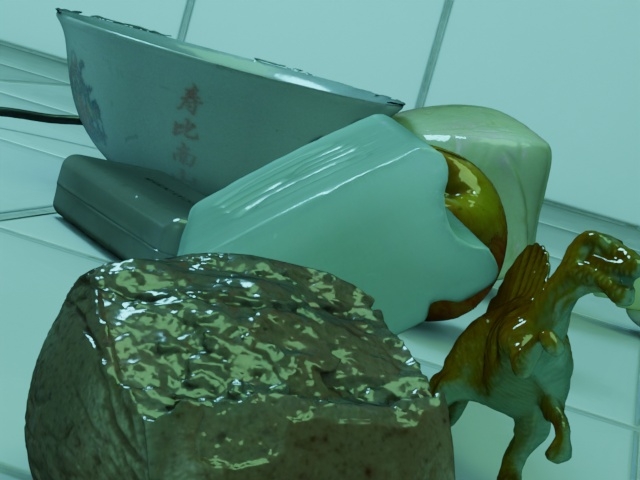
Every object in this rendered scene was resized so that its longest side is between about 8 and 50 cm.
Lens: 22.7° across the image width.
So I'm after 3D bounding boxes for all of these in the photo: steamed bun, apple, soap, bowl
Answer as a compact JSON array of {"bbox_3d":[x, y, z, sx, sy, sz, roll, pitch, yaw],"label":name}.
[{"bbox_3d":[-0.035,0.064,0.600,0.145,0.106,0.175,12,10,-26],"label":"steamed bun"},{"bbox_3d":[0.077,-0.007,1.236,0.146,0.146,0.146,15,7,-2],"label":"apple"},{"bbox_3d":[0.000,0.000,0.944,0.160,0.087,0.265,-26,8,1],"label":"soap"},{"bbox_3d":[0.112,-0.050,1.562,0.152,0.170,0.238,3,9,-21],"label":"steamed bun"},{"bbox_3d":[-0.103,-0.102,1.519,0.345,0.157,0.345,15,7,-2],"label":"bowl"}]

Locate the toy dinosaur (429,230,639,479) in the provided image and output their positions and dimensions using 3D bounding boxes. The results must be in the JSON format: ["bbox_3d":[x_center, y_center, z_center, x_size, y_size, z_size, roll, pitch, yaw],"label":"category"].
[{"bbox_3d":[0.088,0.053,0.805,0.057,0.142,0.212,15,5,-19],"label":"toy dinosaur"}]

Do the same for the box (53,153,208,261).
[{"bbox_3d":[-0.118,-0.011,1.198,0.103,0.055,0.243,11,9,-29],"label":"box"}]

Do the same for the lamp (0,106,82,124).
[{"bbox_3d":[-0.291,-0.168,1.814,0.371,0.108,0.130,12,5,-23],"label":"lamp"}]

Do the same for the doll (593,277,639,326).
[{"bbox_3d":[0.410,0.069,1.549,0.296,0.117,0.141,1,5,-3],"label":"doll"}]
